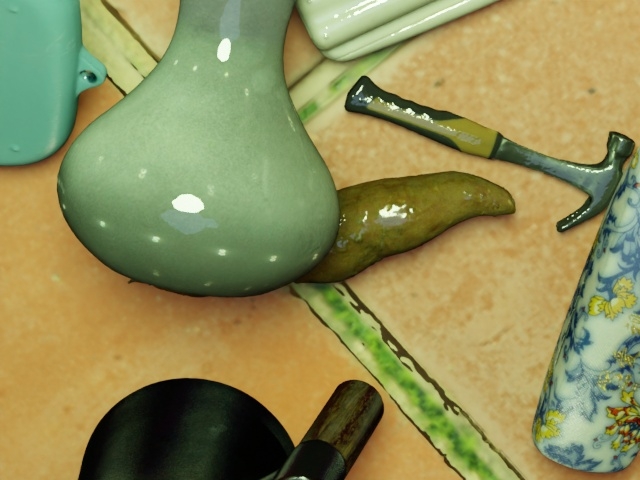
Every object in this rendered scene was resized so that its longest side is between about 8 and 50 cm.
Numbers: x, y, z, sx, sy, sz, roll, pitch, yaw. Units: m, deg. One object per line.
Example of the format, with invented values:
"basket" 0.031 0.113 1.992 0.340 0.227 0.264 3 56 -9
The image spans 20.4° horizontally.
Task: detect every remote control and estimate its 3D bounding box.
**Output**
"remote control" 0.091 -0.195 1.180 0.230 0.049 0.090 -25 106 8

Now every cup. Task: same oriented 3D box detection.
"cup" -0.082 0.174 1.234 0.166 0.177 0.239 31 106 -5

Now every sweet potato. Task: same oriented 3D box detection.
"sweet potato" 0.000 0.000 1.235 0.274 0.067 0.067 -15 105 10

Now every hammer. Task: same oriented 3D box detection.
"hammer" 0.112 -0.065 1.232 0.201 0.021 0.078 19 107 -2

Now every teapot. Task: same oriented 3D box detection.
"teapot" -0.064 -0.096 1.126 0.183 0.183 0.251 11 101 0

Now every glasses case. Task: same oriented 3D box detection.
"glasses case" 0.220 0.048 1.237 0.087 0.065 0.248 12 108 -11

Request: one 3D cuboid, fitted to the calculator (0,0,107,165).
"calculator" -0.329 -0.143 1.147 0.386 0.054 0.256 10 146 -3
